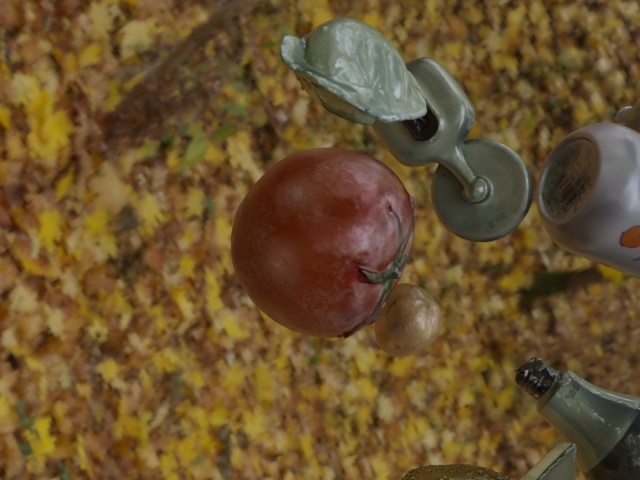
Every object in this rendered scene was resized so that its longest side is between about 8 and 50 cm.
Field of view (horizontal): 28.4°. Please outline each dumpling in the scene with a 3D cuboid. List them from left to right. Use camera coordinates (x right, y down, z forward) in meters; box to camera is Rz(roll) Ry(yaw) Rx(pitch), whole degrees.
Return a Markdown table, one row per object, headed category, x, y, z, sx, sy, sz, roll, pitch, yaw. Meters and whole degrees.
| category | x | y | z | sx | sy | sz | roll | pitch | yaw |
| --- | --- | --- | --- | --- | --- | --- | --- | --- | --- |
| dumpling | 0.037 | -0.180 | 1.469 | 0.219 | 0.108 | 0.152 | 0 | 66 | -42 |

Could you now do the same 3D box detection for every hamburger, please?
| category | x | y | z | sx | sy | sz | roll | pitch | yaw |
| --- | --- | --- | --- | --- | --- | --- | --- | --- | --- |
| hamburger | 0.207 | 0.387 | 1.852 | 0.215 | 0.189 | 0.122 | 5 | 93 | -70 |

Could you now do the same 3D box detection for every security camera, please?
| category | x | y | z | sx | sy | sz | roll | pitch | yaw |
| --- | --- | --- | --- | --- | --- | --- | --- | --- | --- |
| security camera | 0.194 | -0.133 | 1.904 | 0.301 | 0.157 | 0.080 | 54 | 18 | 11 |

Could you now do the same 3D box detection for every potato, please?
| category | x | y | z | sx | sy | sz | roll | pitch | yaw |
| --- | --- | --- | --- | --- | --- | --- | --- | --- | --- |
| potato | 0.133 | 0.119 | 1.907 | 0.112 | 0.112 | 0.147 | 64 | -5 | 1 |

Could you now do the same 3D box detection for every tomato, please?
| category | x | y | z | sx | sy | sz | roll | pitch | yaw |
| --- | --- | --- | --- | --- | --- | --- | --- | --- | --- |
| tomato | 0.000 | 0.000 | 1.738 | 0.265 | 0.265 | 0.265 | 37 | 39 | -38 |

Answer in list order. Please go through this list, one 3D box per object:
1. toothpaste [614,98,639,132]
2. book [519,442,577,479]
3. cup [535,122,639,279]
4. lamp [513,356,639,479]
| category | x | y | z | sx | sy | sz | roll | pitch | yaw |
| --- | --- | --- | --- | --- | --- | --- | --- | --- | --- |
| toothpaste | 0.593 | -0.218 | 2.041 | 0.073 | 0.299 | 0.114 | -38 | 99 | -24 |
| book | 0.264 | 0.450 | 1.500 | 0.260 | 0.043 | 0.370 | -15 | 103 | -63 |
| cup | 0.493 | -0.045 | 1.916 | 0.317 | 0.212 | 0.212 | 18 | 50 | -25 |
| lamp | 0.472 | 0.296 | 2.076 | 0.314 | 0.182 | 0.182 | 53 | 28 | 13 |
